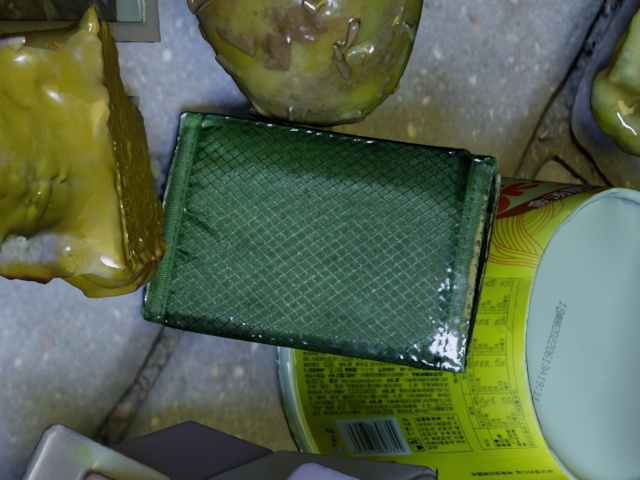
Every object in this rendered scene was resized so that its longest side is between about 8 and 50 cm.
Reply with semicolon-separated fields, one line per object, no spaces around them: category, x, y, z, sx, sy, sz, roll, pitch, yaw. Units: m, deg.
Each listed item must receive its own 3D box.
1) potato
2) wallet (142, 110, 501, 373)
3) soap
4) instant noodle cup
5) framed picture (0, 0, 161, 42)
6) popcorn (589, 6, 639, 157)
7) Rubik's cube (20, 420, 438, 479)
potato;-0.017;-0.222;1.415;0.141;0.176;0.298;-96;173;-69
wallet;0.000;0.001;1.404;0.055;0.236;0.160;58;42;-71
soap;-0.126;-0.047;1.189;0.304;0.338;0.169;-7;95;-42
instant noodle cup;0.152;0.080;1.525;0.311;0.221;0.311;1;89;-43
framed picture;-0.227;-0.231;1.320;0.281;0.019;0.209;-8;93;-43
popcorn;0.411;-0.207;1.764;0.293;0.292;0.334;49;49;-52
Rubik's cube;-0.078;0.288;1.208;0.368;0.358;0.387;-17;113;-49
